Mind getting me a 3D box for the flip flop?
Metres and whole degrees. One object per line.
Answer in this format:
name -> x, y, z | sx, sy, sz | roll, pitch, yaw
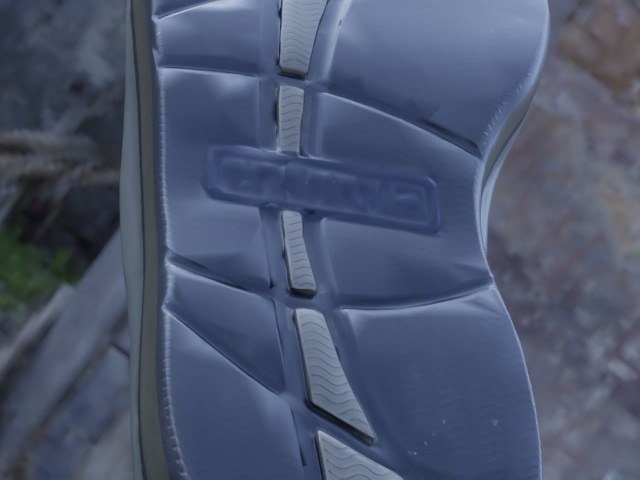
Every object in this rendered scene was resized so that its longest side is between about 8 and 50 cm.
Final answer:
flip flop -> 0.000, 0.000, 0.473 | 0.112, 0.080, 0.277 | 11, 45, -11
